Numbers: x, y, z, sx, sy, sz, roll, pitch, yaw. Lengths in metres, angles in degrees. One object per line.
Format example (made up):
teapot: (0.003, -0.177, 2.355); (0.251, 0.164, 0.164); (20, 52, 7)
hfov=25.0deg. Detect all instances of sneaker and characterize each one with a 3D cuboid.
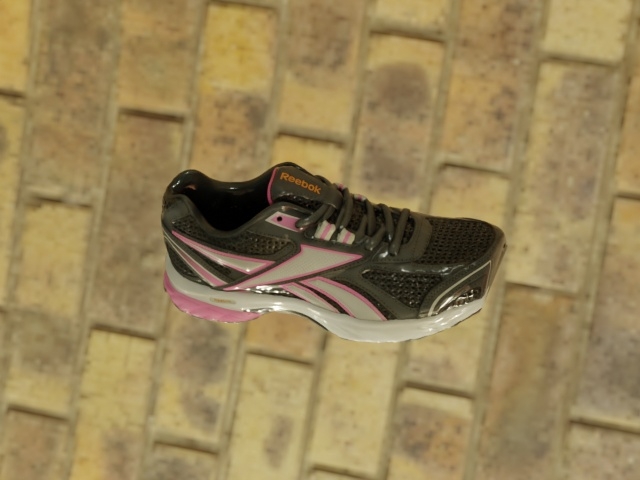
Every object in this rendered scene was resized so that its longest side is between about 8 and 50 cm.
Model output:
sneaker: (0.000, 0.000, 0.705); (0.072, 0.178, 0.077); (-78, 162, -48)
